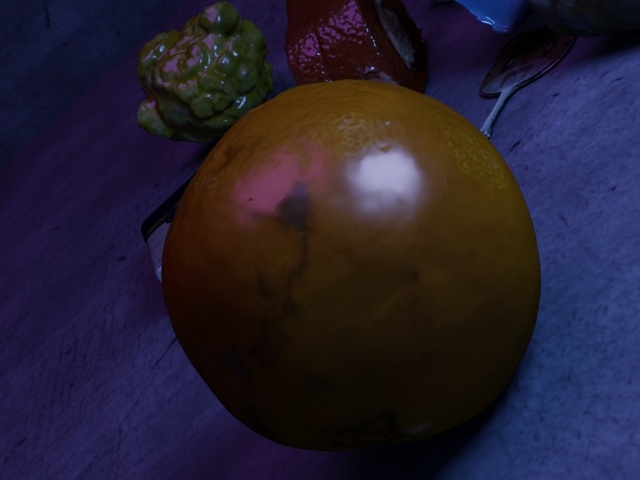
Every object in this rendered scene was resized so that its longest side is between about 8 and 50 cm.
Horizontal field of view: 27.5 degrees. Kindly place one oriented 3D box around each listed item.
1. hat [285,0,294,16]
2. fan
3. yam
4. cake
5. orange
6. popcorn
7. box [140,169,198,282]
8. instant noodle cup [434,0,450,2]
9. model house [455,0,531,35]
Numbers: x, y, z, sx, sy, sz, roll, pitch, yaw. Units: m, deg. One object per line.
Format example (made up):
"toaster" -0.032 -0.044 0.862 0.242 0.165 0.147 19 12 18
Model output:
"hat" 0.016 -0.413 2.302 0.162 0.093 0.112 19 73 48
"fan" 0.229 -0.190 1.527 0.152 0.008 0.227 -18 31 50
"yam" 0.355 -0.288 1.315 0.330 0.133 0.133 -5 42 54
"cake" 0.044 -0.261 1.774 0.151 0.177 0.283 -34 23 25
"orange" 0.025 0.021 1.055 0.312 0.312 0.312 -37 21 17
"popcorn" -0.194 -0.275 2.194 0.250 0.235 0.242 143 146 -79
"box" -0.169 -0.021 1.855 0.168 0.071 0.259 -44 21 1
"instant noodle cup" 0.200 -0.488 1.923 0.236 0.215 0.215 -56 22 -12
"model house" 0.247 -0.430 1.581 0.303 0.215 0.237 -40 -19 -47
